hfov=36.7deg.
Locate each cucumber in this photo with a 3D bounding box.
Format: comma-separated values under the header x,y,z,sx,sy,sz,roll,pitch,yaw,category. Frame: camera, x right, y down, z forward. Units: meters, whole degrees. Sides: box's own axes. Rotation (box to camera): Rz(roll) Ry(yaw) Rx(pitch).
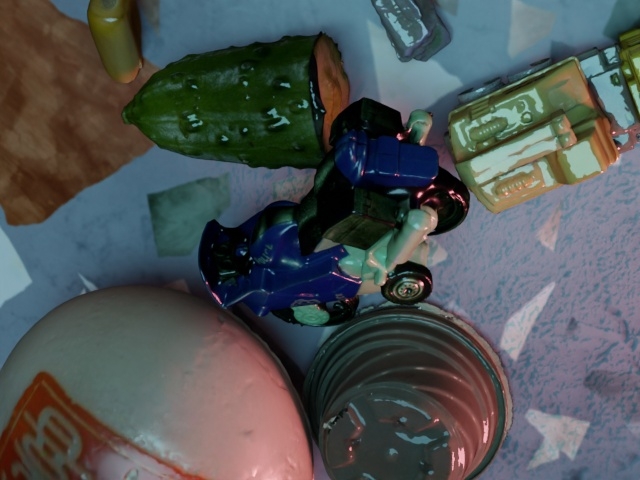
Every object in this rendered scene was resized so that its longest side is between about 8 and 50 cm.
x,y,z,sx,sy,sz,roll,pitch,yaw,category
-0.094,-0.135,0.965,0.244,0.134,0.134,-3,106,19,cucumber

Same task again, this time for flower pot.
x,y,z,sx,sy,sz,roll,pitch,yaw,category
0.083,0.193,1.016,0.235,0.140,0.235,4,105,13,flower pot

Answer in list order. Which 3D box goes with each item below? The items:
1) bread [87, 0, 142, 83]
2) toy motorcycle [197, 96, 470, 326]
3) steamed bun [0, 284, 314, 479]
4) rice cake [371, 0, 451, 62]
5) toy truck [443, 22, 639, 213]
x,y,z,sx,sy,sz,roll,pitch,yaw,category
-0.214,-0.220,1.009,0.049,0.103,0.062,3,64,1,bread
0.000,0.000,0.920,0.196,0.125,0.331,15,148,-20,toy motorcycle
-0.198,0.237,1.004,0.374,0.241,0.374,9,109,26,steamed bun
0.049,-0.296,0.924,0.055,0.049,0.270,-20,102,40,rice cake
0.245,-0.113,0.877,0.272,0.157,0.124,-20,102,18,toy truck
